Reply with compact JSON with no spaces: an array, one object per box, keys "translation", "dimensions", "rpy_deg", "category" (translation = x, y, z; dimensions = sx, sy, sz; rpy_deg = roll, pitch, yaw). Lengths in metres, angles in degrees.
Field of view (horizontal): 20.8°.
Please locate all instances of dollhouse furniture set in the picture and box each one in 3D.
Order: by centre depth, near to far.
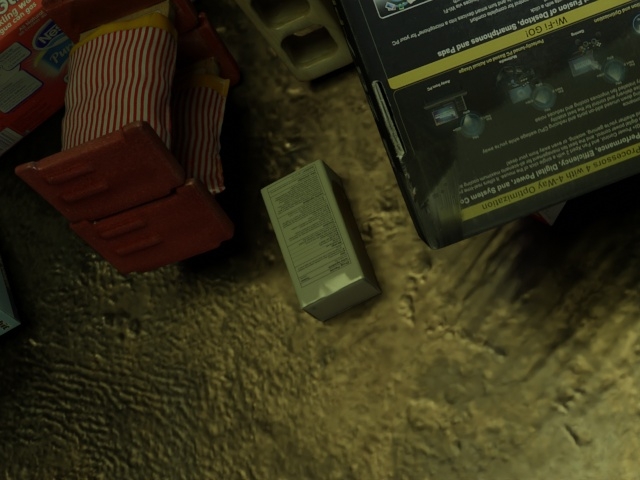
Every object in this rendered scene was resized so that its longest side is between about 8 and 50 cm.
[{"translation":[-0.036,-0.140,1.368],"dimensions":[0.374,0.152,0.201],"rpy_deg":[-19,47,19],"category":"dollhouse furniture set"}]

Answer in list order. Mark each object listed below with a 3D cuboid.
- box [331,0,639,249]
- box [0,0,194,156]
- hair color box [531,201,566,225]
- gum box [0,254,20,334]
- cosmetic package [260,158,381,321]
[{"translation":[0.200,-0.210,1.191],"dimensions":[0.395,0.097,0.318],"rpy_deg":[-21,97,0],"category":"box"},{"translation":[-0.254,-0.206,1.543],"dimensions":[0.257,0.128,0.122],"rpy_deg":[-37,61,11],"category":"box"},{"translation":[0.185,-0.105,1.313],"dimensions":[0.053,0.093,0.167],"rpy_deg":[31,87,31],"category":"hair color box"},{"translation":[-0.369,0.048,1.546],"dimensions":[0.184,0.041,0.157],"rpy_deg":[-28,57,9],"category":"gum box"},{"translation":[0.000,0.000,1.396],"dimensions":[0.060,0.041,0.115],"rpy_deg":[-25,63,15],"category":"cosmetic package"}]
